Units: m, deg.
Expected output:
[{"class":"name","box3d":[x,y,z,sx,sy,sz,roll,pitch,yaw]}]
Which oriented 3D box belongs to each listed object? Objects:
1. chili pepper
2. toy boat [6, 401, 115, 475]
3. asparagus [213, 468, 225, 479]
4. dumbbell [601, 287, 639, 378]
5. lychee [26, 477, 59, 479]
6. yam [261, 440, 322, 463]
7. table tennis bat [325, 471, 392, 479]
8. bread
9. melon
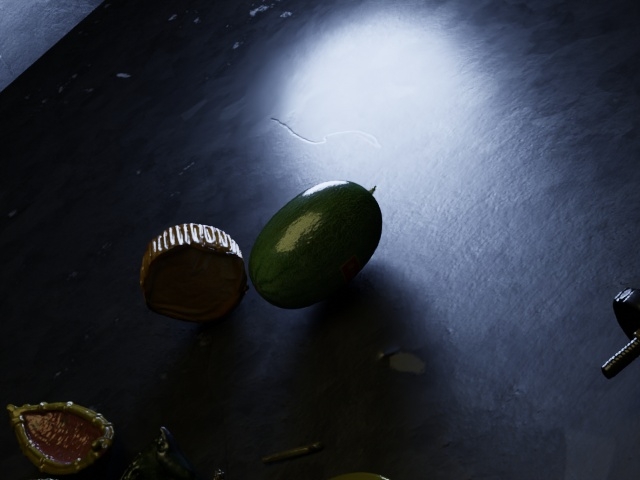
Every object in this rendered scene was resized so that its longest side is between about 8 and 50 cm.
[{"class":"chili pepper","box3d":[-0.303,0.438,1.901,0.264,0.116,0.148,-39,72,-21]},{"class":"toy boat","box3d":[-0.450,0.351,2.133,0.318,0.099,0.141,9,49,48]},{"class":"asparagus","box3d":[-0.178,0.457,1.834,0.025,0.024,0.248,-36,29,41]},{"class":"dumbbell","box3d":[0.511,0.081,1.650,0.325,0.143,0.143,-38,34,-8]},{"class":"lychee","box3d":[-0.476,0.453,2.013,0.147,0.114,0.114,-18,32,-14]},{"class":"yam","box3d":[-0.045,0.335,1.897,0.107,0.014,0.014,-19,36,19]},{"class":"table tennis bat","box3d":[0.026,0.461,1.657,0.224,0.054,0.368,-22,31,14]},{"class":"bread","box3d":[-0.235,0.059,2.232,0.199,0.199,0.104,-28,34,7]},{"class":"melon","box3d":[0.000,0.000,2.129,0.288,0.182,0.182,-42,35,-9]}]
